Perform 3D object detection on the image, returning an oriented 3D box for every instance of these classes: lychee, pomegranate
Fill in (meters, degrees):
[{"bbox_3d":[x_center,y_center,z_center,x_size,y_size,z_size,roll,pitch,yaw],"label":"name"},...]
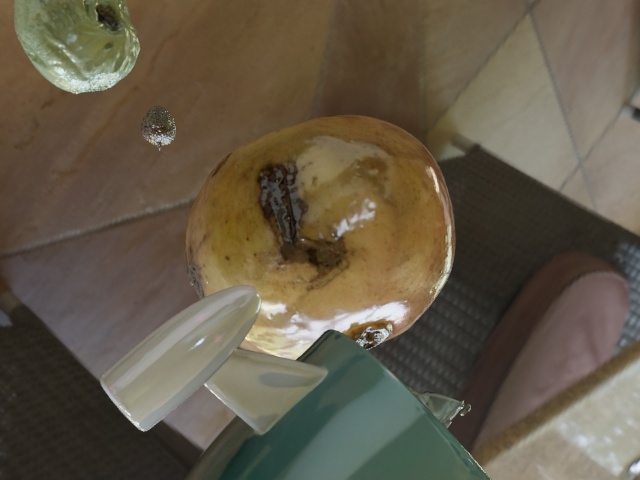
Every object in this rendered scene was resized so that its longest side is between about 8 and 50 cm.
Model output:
[{"bbox_3d":[-0.303,-0.210,1.955,0.068,0.067,0.083,-3,97,-70],"label":"lychee"},{"bbox_3d":[0.000,0.000,1.218,0.322,0.322,0.322,-33,141,-31],"label":"pomegranate"}]

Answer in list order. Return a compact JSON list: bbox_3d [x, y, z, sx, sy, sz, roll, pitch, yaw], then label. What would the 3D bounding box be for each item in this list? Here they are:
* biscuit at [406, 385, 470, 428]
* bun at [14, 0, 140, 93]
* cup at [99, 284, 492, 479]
[{"bbox_3d":[0.064,0.260,1.553,0.186,0.309,0.079,-33,111,-23],"label":"biscuit"},{"bbox_3d":[-0.389,-0.351,1.693,0.221,0.221,0.108,-27,180,-37],"label":"bun"},{"bbox_3d":[-0.007,0.158,0.524,0.173,0.167,0.299,-41,117,-9],"label":"cup"}]
